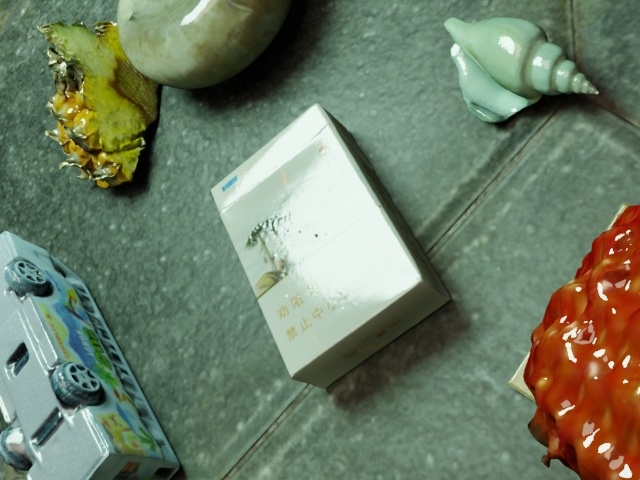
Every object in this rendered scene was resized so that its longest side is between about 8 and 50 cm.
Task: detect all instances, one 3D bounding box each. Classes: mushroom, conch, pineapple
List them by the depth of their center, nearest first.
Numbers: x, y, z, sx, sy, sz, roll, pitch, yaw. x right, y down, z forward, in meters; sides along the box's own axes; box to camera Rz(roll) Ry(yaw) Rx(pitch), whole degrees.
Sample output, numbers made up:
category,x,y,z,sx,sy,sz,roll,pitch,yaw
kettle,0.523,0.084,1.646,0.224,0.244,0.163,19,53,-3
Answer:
category,x,y,z,sx,sy,sz,roll,pitch,yaw
conch,0.173,-0.154,0.647,0.065,0.088,0.180,-21,38,-28
mushroom,-0.157,-0.304,0.813,0.243,0.243,0.244,-13,64,28
pineapple,-0.307,-0.186,0.904,0.139,0.164,0.250,-16,66,35

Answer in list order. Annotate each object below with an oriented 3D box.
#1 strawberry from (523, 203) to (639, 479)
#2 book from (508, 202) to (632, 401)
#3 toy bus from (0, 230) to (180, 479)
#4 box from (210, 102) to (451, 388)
category,x,y,z,sx,sy,sz,roll,pitch,yaw
strawberry,0.299,0.047,0.340,0.312,0.267,0.351,37,113,4
book,0.234,0.067,0.536,0.118,0.012,0.172,33,90,38
toy bus,-0.271,0.134,0.753,0.109,0.136,0.330,-47,53,9
box,-0.001,-0.001,0.682,0.149,0.067,0.233,-36,56,13
